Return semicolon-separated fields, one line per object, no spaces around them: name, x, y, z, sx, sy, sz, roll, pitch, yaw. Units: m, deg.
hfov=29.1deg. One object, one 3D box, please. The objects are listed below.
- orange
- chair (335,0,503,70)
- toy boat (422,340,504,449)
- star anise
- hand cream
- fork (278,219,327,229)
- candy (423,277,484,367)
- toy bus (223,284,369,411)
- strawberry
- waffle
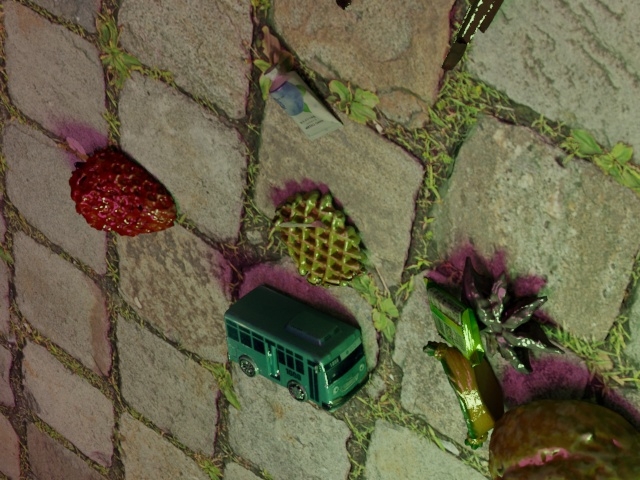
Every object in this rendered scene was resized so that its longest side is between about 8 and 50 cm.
orange;0.405;0.420;1.915;0.271;0.210;0.368;-32;95;42
chair;0.182;-0.372;1.491;0.183;0.175;0.326;39;145;1
toy boat;0.242;0.255;2.029;0.088;0.089;0.229;-10;118;33
star anise;0.285;0.123;1.897;0.181;0.061;0.204;7;125;41
hand cream;-0.035;-0.218;1.945;0.142;0.053;0.084;50;143;-17
fork;-0.028;-0.026;2.070;0.115;0.012;0.016;2;116;44
candy;0.209;0.125;1.945;0.178;0.032;0.102;-139;33;-69
toy bus;-0.045;0.191;2.231;0.256;0.128;0.147;22;133;34
strawberry;-0.393;-0.070;2.372;0.237;0.111;0.190;21;132;31
waffle;0.000;0.000;2.099;0.169;0.036;0.183;-12;111;45
